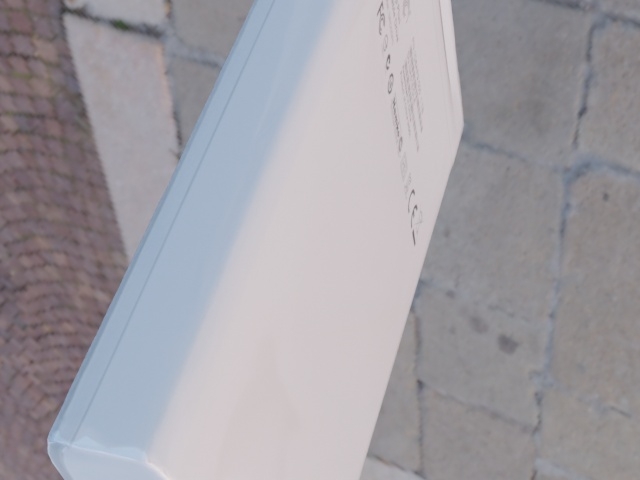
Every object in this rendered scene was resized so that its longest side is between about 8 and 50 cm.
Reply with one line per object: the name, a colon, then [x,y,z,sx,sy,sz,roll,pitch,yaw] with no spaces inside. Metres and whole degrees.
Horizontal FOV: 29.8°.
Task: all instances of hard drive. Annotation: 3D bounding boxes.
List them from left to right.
hard drive: [0.000,0.000,0.547,0.047,0.353,0.233,7,143,17]
